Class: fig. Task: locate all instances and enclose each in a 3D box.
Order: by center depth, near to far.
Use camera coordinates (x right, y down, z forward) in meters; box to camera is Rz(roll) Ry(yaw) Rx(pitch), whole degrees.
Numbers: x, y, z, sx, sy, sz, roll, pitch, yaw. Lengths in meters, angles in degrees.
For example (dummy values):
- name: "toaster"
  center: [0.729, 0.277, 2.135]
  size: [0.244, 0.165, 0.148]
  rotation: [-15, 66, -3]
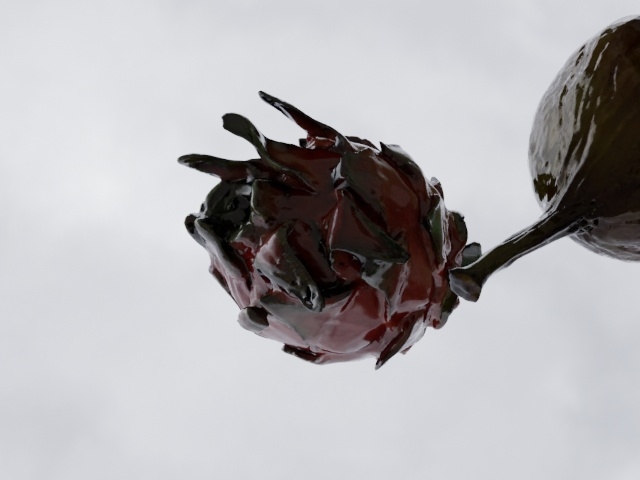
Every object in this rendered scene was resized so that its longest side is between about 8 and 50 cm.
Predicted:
- name: "fig"
  center: [0.212, -0.029, 1.264]
  size: [0.190, 0.190, 0.290]
  rotation: [30, -111, 10]

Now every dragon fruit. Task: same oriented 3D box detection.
- name: "dragon fruit"
  center: [0.000, 0.000, 1.347]
  size: [0.274, 0.193, 0.192]
  rotation: [18, -116, -22]
